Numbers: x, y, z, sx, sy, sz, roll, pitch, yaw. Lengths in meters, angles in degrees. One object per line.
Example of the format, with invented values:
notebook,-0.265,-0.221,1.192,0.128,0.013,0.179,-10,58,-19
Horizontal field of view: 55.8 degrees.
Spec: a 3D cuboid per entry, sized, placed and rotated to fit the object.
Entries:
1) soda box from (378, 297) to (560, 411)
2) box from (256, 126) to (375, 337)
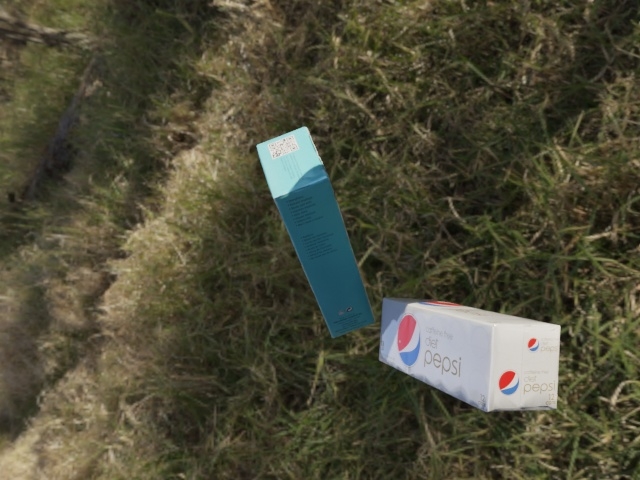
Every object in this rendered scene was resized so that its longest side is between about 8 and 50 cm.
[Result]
soda box,0.132,0.102,0.587,0.216,0.069,0.074,-178,92,-71
box,0.000,0.000,0.698,0.100,0.060,0.244,-111,0,-46
